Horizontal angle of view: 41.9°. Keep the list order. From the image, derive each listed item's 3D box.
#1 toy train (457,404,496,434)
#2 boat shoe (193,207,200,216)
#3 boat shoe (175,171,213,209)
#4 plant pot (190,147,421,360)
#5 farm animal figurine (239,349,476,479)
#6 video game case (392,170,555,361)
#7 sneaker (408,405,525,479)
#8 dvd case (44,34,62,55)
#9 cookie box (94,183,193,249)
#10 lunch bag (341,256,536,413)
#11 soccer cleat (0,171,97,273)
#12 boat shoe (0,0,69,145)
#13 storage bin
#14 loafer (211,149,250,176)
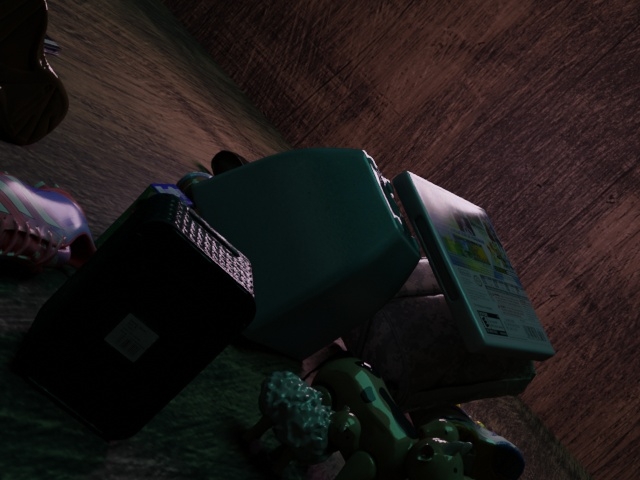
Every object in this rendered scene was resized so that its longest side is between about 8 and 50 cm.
[{"bbox_3d":[0.287,0.398,1.692,0.166,0.046,0.125,40,-34,7],"label":"toy train"},{"bbox_3d":[-0.185,-0.004,1.266,0.072,0.068,0.190,28,17,-29],"label":"boat shoe"},{"bbox_3d":[-0.187,-0.064,1.500,0.066,0.066,0.183,53,11,33],"label":"boat shoe"},{"bbox_3d":[0.000,0.000,1.238,0.248,0.252,0.247,68,12,23],"label":"plant pot"},{"bbox_3d":[0.095,0.265,0.995,0.327,0.172,0.330,48,9,15],"label":"farm animal figurine"},{"bbox_3d":[0.257,0.051,1.366,0.329,0.036,0.300,16,47,-56],"label":"video game case"},{"bbox_3d":[0.278,0.371,1.582,0.296,0.112,0.131,41,10,-35],"label":"sneaker"},{"bbox_3d":[-0.567,-0.416,1.469,0.221,0.018,0.164,45,8,-3],"label":"dvd case"},{"bbox_3d":[-0.217,-0.020,1.028,0.040,0.107,0.092,45,8,3],"label":"cookie box"},{"bbox_3d":[0.207,0.183,1.505,0.305,0.213,0.256,-2,37,-25],"label":"lunch bag"},{"bbox_3d":[-0.283,-0.009,0.781,0.095,0.083,0.248,51,6,4],"label":"soccer cleat"},{"bbox_3d":[-0.382,-0.233,0.949,0.110,0.121,0.341,43,-23,13],"label":"boat shoe"},{"bbox_3d":[-0.153,0.064,0.712,0.122,0.180,0.084,43,9,-18],"label":"storage bin"},{"bbox_3d":[-0.177,-0.125,1.774,0.078,0.080,0.220,36,14,-52],"label":"loafer"}]
